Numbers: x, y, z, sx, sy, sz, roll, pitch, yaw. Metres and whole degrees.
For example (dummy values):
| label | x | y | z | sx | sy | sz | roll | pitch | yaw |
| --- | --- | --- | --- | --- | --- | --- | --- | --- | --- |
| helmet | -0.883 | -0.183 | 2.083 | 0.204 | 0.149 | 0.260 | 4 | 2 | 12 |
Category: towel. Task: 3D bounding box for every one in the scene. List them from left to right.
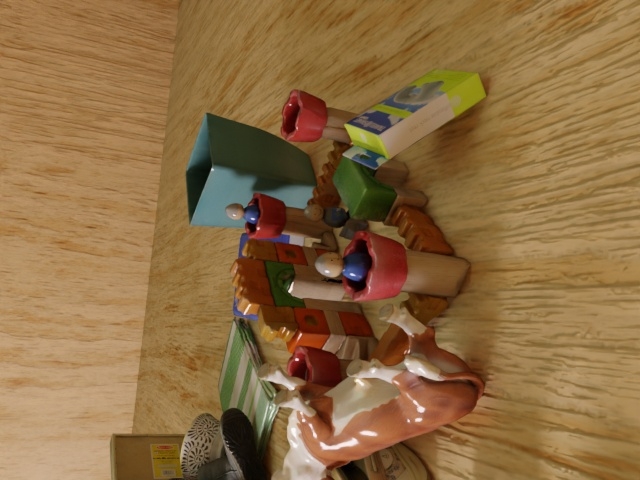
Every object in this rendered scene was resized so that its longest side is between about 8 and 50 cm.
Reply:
| label | x | y | z | sx | sy | sz | roll | pitch | yaw |
| --- | --- | --- | --- | --- | --- | --- | --- | --- | --- |
| towel | -0.177 | 0.362 | 1.421 | 0.325 | 0.038 | 0.247 | 50 | 129 | 56 |

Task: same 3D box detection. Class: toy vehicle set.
| label | x | y | z | sx | sy | sz | roll | pitch | yaw |
| --- | --- | --- | --- | --- | --- | --- | --- | --- | --- |
| toy vehicle set | -0.402 | 0.574 | 1.565 | 0.035 | 0.267 | 0.166 | -69 | 27 | 23 |

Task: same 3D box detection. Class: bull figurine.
| label | x | y | z | sx | sy | sz | roll | pitch | yaw |
| --- | --- | --- | --- | --- | --- | --- | --- | --- | --- |
| bull figurine | 0.039 | 0.207 | 0.741 | 0.310 | 0.188 | 0.101 | -32 | 32 | 18 |

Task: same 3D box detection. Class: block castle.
| label | x | y | z | sx | sy | sz | roll | pitch | yaw |
| --- | --- | --- | --- | --- | --- | --- | --- | --- | --- |
| block castle | 0.000 | 0.000 | 0.935 | 0.303 | 0.213 | 0.453 | -65 | 30 | 33 |

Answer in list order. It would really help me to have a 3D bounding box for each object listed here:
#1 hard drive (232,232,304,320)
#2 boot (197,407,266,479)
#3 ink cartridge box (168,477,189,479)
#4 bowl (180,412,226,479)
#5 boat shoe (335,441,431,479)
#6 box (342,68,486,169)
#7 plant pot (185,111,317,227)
| label | x | y | z | sx | sy | sz | roll | pitch | yaw |
| --- | --- | --- | --- | --- | --- | --- | --- | --- | --- |
| hard drive | -0.126 | 0.079 | 1.386 | 0.319 | 0.040 | 0.210 | -6 | 78 | 64 |
| boot | -0.210 | 0.481 | 1.327 | 0.208 | 0.076 | 0.189 | -40 | 63 | 50 |
| ink cartridge box | -0.277 | 0.634 | 1.300 | 0.206 | 0.045 | 0.208 | -14 | 70 | 50 |
| bowl | -0.259 | 0.509 | 1.465 | 0.170 | 0.080 | 0.170 | 2 | -90 | -70 |
| boat shoe | 0.052 | 0.301 | 0.877 | 0.285 | 0.089 | 0.104 | 20 | 101 | 65 |
| box | 0.115 | -0.166 | 0.805 | 0.042 | 0.178 | 0.109 | 61 | 170 | -27 |
| plant pot | -0.139 | -0.126 | 1.244 | 0.165 | 0.234 | 0.165 | -58 | 33 | 40 |
